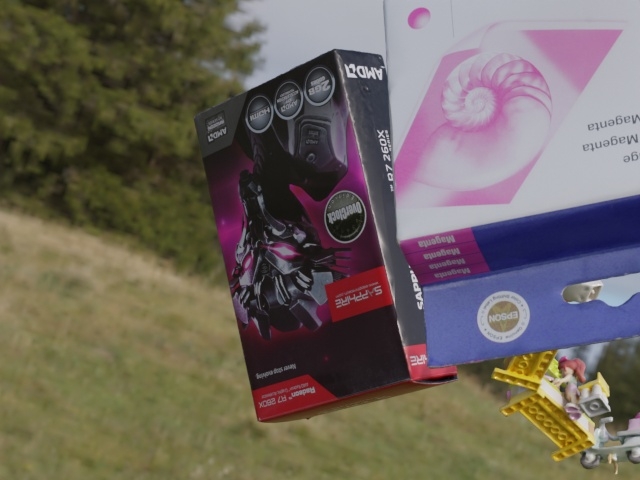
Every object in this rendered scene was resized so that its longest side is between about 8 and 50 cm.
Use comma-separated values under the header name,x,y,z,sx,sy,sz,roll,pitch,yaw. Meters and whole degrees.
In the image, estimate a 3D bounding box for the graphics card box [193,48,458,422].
name,x,y,z,sx,sy,sz,roll,pitch,yaw
graphics card box,0.000,0.000,1.556,0.233,0.370,0.094,-20,-13,40

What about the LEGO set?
name,x,y,z,sx,sy,sz,roll,pitch,yaw
LEGO set,0.231,0.100,1.354,0.132,0.107,0.287,-11,-52,19

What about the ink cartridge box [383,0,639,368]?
name,x,y,z,sx,sy,sz,roll,pitch,yaw
ink cartridge box,0.216,-0.084,1.132,0.324,0.330,0.071,-12,-26,19
